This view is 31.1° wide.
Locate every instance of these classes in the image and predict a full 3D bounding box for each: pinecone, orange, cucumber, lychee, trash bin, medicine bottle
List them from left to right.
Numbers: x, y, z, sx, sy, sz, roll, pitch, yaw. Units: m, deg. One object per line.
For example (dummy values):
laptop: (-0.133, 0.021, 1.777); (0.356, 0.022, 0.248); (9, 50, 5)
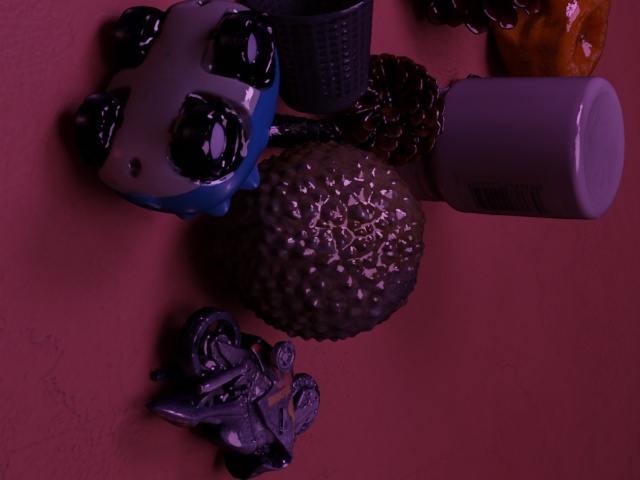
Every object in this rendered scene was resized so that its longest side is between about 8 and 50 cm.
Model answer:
cucumber: (-0.037, -0.145, 1.547); (0.181, 0.053, 0.053); (-2, 96, -56)
trash bin: (-0.002, -0.260, 1.498); (0.175, 0.175, 0.161); (-50, 145, -41)
lychee: (0.000, 0.000, 1.434); (0.274, 0.255, 0.255); (22, 76, -63)
pinecone: (0.091, -0.191, 1.625); (0.165, 0.163, 0.163); (32, 67, -70)
pinecone: (0.268, -0.454, 1.795); (0.264, 0.264, 0.264); (-11, 103, -56)
medicine bottle: (0.266, -0.143, 1.740); (0.208, 0.339, 0.208); (-10, 102, -55)
orange: (0.417, -0.391, 2.087); (0.249, 0.183, 0.249); (-35, 139, -37)

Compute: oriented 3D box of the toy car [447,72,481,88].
toy car: (0.260, -0.214, 1.984); (0.073, 0.054, 0.143); (-56, 141, -35)

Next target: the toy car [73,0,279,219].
toy car: (-0.139, -0.137, 1.272); (0.190, 0.188, 0.255); (52, 49, -57)

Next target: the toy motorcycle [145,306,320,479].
toy motorcycle: (-0.098, 0.205, 1.452); (0.307, 0.108, 0.173); (42, 65, -48)
